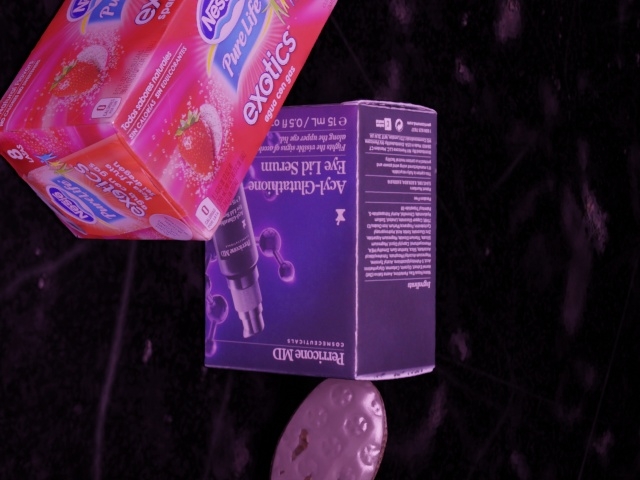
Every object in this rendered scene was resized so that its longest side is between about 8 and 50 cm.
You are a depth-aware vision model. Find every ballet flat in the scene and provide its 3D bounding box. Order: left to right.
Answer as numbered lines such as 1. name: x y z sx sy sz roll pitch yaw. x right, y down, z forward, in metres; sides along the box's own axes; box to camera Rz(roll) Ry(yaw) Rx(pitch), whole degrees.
1. ballet flat: -0.005 0.225 1.202 0.058 0.084 0.250 2 102 -78

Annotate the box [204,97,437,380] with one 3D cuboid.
1. box: 0.000 0.000 1.159 0.108 0.153 0.207 0 89 -52

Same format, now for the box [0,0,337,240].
1. box: -0.101 -0.133 1.046 0.122 0.128 0.257 52 51 -39
